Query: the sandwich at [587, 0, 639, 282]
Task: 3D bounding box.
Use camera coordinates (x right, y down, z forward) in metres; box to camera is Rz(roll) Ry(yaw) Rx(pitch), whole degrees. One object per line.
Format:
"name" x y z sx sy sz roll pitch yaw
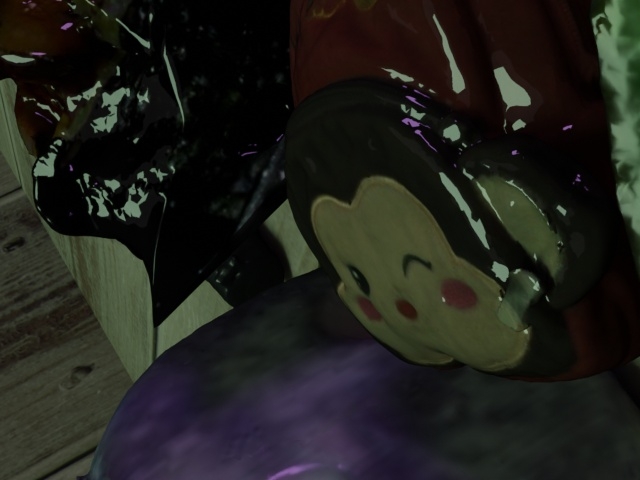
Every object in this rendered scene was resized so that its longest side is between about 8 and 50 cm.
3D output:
"sandwich" 0.161 -0.046 0.343 0.160 0.109 0.185 -1 116 48

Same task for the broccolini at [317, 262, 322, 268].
"broccolini" 0.000 0.000 0.931 0.054 0.051 0.239 -136 26 -67

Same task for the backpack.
"backpack" 0.067 -0.048 0.509 0.229 0.139 0.229 46 150 37

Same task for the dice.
"dice" 0.041 0.190 0.720 0.270 0.271 0.270 40 152 49

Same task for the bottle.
"bottle" -0.120 -0.026 1.177 0.082 0.072 0.244 27 -164 -49

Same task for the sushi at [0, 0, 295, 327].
"sushi" -0.088 -0.110 0.701 0.212 0.215 0.227 42 -174 -8
